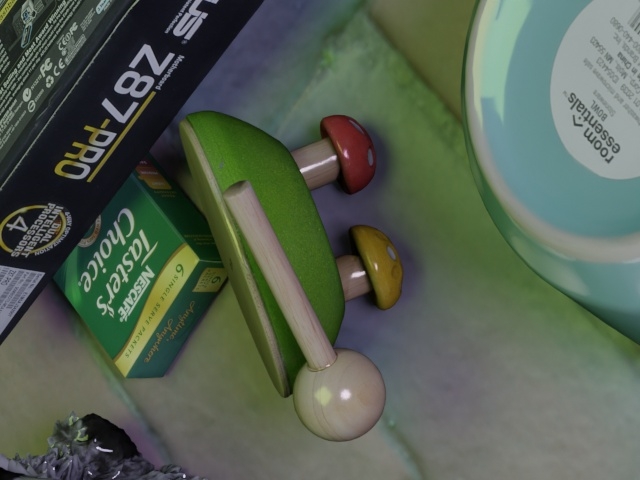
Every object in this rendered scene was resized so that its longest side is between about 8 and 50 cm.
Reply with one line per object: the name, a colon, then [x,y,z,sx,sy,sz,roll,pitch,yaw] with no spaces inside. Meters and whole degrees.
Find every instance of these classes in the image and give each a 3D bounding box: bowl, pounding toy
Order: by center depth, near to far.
bowl: [0.187,-0.077,0.837,0.311,0.163,0.312,-6,82,47]
pounding toy: [0.000,0.000,1.043,0.237,0.110,0.183,-128,18,-69]

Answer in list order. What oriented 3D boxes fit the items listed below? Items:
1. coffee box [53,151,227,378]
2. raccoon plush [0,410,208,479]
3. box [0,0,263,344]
coffee box: [-0.144,-0.005,1.219,0.184,0.040,0.113,51,119,30]
raccoon plush: [-0.251,0.295,1.131,0.216,0.299,0.446,47,118,31]
box: [-0.209,-0.161,1.208,0.395,0.097,0.318,-51,48,27]
